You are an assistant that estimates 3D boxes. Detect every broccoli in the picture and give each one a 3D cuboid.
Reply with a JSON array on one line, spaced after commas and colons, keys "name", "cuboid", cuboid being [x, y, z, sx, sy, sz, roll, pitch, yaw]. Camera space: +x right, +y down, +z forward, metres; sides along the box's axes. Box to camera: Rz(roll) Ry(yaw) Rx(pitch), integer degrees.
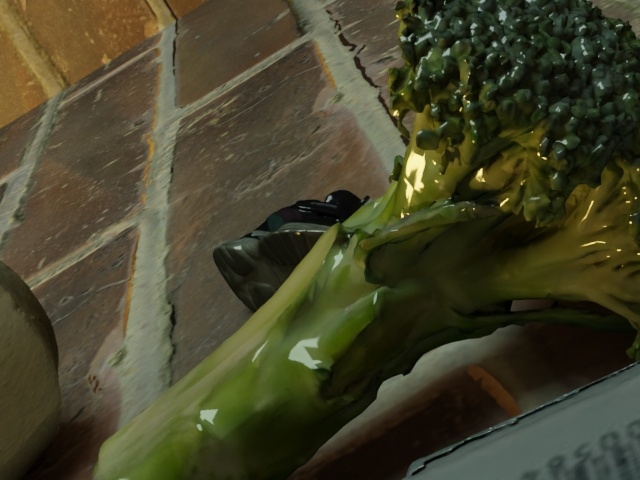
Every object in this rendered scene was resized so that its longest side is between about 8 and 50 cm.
[{"name": "broccoli", "cuboid": [0.033, 0.025, 0.623, 0.361, 0.221, 0.252, -48, 16, -12]}]

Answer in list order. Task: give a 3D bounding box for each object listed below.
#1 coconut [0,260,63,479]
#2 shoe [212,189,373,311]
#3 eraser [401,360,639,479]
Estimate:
[{"name": "coconut", "cuboid": [-0.314, 0.116, 0.859, 0.237, 0.237, 0.266, -13, 21, 43]}, {"name": "shoe", "cuboid": [0.000, 0.000, 0.903, 0.099, 0.071, 0.169, -41, 18, -30]}, {"name": "eraser", "cuboid": [0.145, 0.091, 0.441, 0.227, 0.081, 0.174, -28, 16, 14]}]
